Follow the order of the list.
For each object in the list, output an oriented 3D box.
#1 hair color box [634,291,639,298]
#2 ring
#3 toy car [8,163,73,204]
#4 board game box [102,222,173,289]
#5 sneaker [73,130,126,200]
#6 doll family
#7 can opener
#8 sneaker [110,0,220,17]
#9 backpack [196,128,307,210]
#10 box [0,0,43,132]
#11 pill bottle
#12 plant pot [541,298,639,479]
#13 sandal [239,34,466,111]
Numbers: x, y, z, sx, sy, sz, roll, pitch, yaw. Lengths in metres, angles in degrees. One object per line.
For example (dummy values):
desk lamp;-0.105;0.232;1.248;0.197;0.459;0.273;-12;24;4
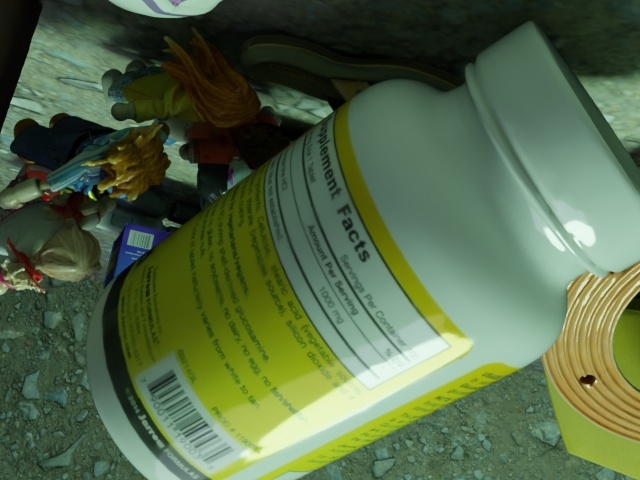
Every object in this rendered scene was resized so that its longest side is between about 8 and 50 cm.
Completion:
hair color box;0.379;0.034;0.757;0.167;0.054;0.093;7;168;36
ring;0.352;0.069;0.602;0.336;0.032;0.337;4;132;5
toy car;-0.490;-0.091;1.155;0.224;0.053;0.239;14;168;-3
board game box;-0.126;0.065;1.069;0.346;0.078;0.233;14;170;-17
sneaker;-0.284;-0.081;0.894;0.069;0.082;0.209;20;168;-41
doll family;-0.136;-0.073;0.524;0.163;0.263;0.118;20;135;44
can opener;-0.206;-0.021;1.110;0.280;0.074;0.093;19;168;-29
sneaker;-0.007;-0.144;0.219;0.160;0.102;0.282;10;169;0
backpack;-0.019;-0.038;0.707;0.181;0.115;0.152;9;166;3
box;-0.291;-0.110;0.436;0.168;0.203;0.167;15;169;-5
pill bottle;0.027;0.022;0.465;0.333;0.188;0.188;-33;145;24
plant pot;0.383;0.160;0.835;0.212;0.187;0.212;0;-175;-34
sandal;0.027;-0.098;0.521;0.180;0.049;0.072;13;169;-1
